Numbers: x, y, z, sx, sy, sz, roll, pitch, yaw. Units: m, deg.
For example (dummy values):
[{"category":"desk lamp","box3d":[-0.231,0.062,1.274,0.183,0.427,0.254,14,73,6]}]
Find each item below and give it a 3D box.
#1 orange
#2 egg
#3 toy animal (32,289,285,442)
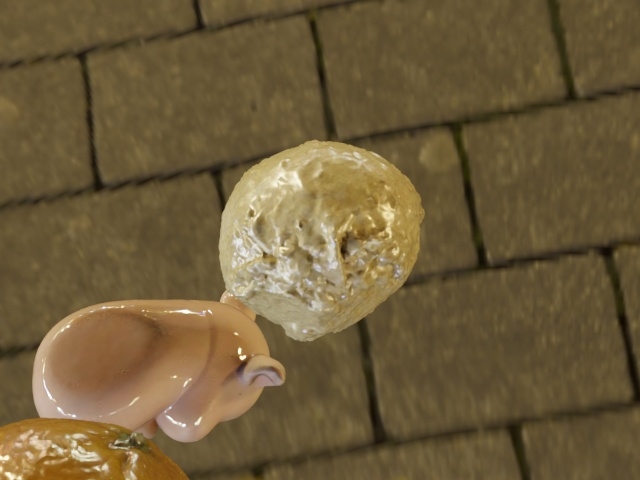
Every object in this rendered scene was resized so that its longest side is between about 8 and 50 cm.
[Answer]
[{"category":"orange","box3d":[-0.197,0.259,1.508,0.264,0.264,0.264,-2,66,6]},{"category":"egg","box3d":[0.000,0.000,1.161,0.118,0.140,0.116,10,73,-30]},{"category":"toy animal","box3d":[-0.172,0.131,2.044,0.250,0.154,0.166,-10,52,-14]}]
